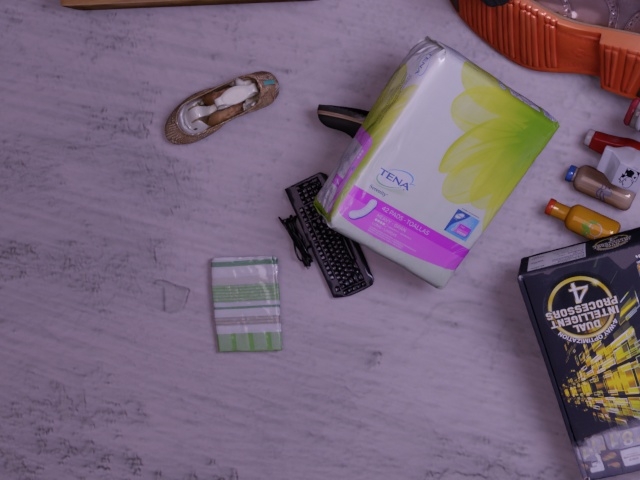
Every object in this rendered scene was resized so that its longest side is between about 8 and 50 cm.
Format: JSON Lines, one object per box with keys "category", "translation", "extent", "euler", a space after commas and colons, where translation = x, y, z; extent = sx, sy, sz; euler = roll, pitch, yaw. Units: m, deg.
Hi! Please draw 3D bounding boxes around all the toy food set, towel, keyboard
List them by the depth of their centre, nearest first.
{"category": "toy food set", "translation": [0.394, -0.112, 1.486], "extent": [0.104, 0.111, 0.232], "euler": [25, 138, 14]}
{"category": "keyboard", "translation": [0.000, 0.000, 1.664], "extent": [0.100, 0.038, 0.192], "euler": [-26, 85, 17]}
{"category": "towel", "translation": [-0.115, 0.099, 1.716], "extent": [0.113, 0.023, 0.152], "euler": [-2, 95, 19]}

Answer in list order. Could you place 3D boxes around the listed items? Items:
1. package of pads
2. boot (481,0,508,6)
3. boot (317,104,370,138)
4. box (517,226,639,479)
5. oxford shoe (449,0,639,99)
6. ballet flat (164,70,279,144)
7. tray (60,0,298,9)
{"category": "package of pads", "translation": [0.154, -0.108, 1.525], "extent": [0.229, 0.101, 0.296], "euler": [29, 103, -24]}
{"category": "boot", "translation": [0.267, -0.485, 1.503], "extent": [0.348, 0.131, 0.260], "euler": [-30, 50, -13]}
{"category": "boot", "translation": [0.074, -0.117, 1.618], "extent": [0.197, 0.077, 0.137], "euler": [20, 105, 15]}
{"category": "box", "translation": [0.500, 0.128, 1.468], "extent": [0.394, 0.097, 0.318], "euler": [-16, 103, 17]}
{"category": "oxford shoe", "translation": [0.349, -0.311, 1.515], "extent": [0.363, 0.130, 0.133], "euler": [27, 68, 20]}
{"category": "ballet flat", "translation": [-0.163, -0.208, 1.681], "extent": [0.206, 0.067, 0.073], "euler": [-26, 87, 17]}
{"category": "tray", "translation": [-0.202, -0.463, 1.662], "extent": [0.410, 0.076, 0.203], "euler": [2, 95, 19]}
